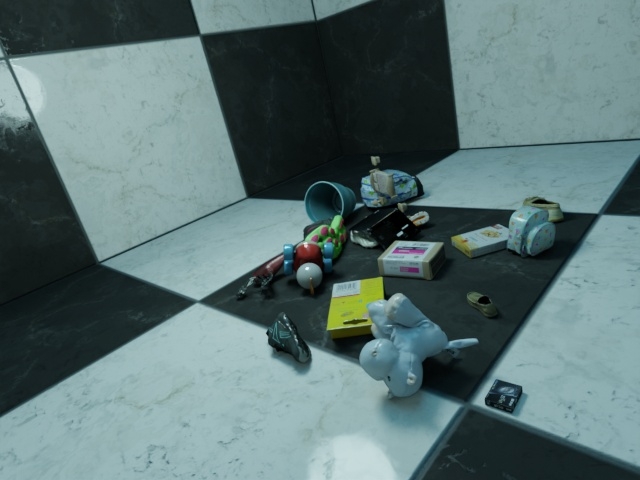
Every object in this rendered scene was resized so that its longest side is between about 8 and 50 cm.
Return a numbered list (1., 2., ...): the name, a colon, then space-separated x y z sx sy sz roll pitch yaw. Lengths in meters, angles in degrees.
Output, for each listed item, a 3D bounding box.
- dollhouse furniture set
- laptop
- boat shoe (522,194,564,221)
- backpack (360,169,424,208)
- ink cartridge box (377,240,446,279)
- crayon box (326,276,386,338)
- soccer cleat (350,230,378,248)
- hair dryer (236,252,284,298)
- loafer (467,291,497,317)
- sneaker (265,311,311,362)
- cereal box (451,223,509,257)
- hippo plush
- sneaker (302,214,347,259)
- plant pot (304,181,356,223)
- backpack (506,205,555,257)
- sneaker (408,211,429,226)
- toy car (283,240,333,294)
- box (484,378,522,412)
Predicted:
1. dollhouse furniture set: 0.329 -0.261 2.364 0.173 0.356 0.303 -20 22 -14
2. laptop: 0.319 -0.050 2.146 0.234 0.137 0.264 -34 71 -27
3. boat shoe: 1.065 -0.170 2.040 0.104 0.089 0.285 -14 20 -1
4. backpack: 0.419 -0.324 2.677 0.355 0.273 0.290 -32 31 -12
5. ink cartridge box: 0.391 0.079 1.821 0.234 0.088 0.193 2 24 34
6. crayon box: 0.136 0.251 1.541 0.202 0.081 0.318 -9 20 11
7. soccer cleat: 0.219 -0.010 2.175 0.068 0.076 0.196 -26 24 -29
8. hair dryer: -0.238 0.163 1.960 0.223 0.080 0.293 -18 26 39
9. loafer: 0.547 0.206 1.444 0.056 0.050 0.148 -17 21 -10
10. sneaker: -0.114 0.350 1.461 0.106 0.101 0.267 -39 25 -5
11. cereal box: 0.726 -0.002 1.875 0.240 0.047 0.173 -16 21 -7
12. hippo plush: 0.225 0.326 1.199 0.294 0.234 0.236 34 56 6
13. sneaker: 0.000 0.000 2.174 0.202 0.185 0.483 -15 7 19
14. plant pot: 0.085 -0.229 2.604 0.271 0.272 0.255 1 9 33
15. backpack: 0.840 -0.040 1.704 0.165 0.188 0.144 -20 21 -20
16. sneaker: 0.463 -0.084 2.235 0.214 0.084 0.083 -17 -9 7
17. toy car: -0.050 0.145 1.861 0.219 0.210 0.238 -1 48 -4
18. box: 0.459 0.389 1.069 0.067 0.018 0.083 6 28 42
